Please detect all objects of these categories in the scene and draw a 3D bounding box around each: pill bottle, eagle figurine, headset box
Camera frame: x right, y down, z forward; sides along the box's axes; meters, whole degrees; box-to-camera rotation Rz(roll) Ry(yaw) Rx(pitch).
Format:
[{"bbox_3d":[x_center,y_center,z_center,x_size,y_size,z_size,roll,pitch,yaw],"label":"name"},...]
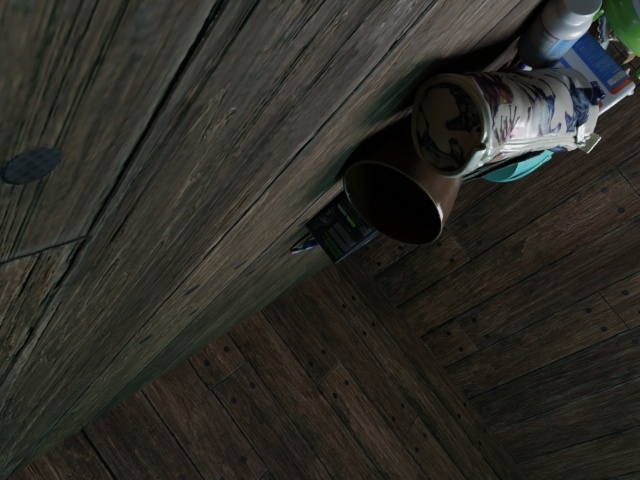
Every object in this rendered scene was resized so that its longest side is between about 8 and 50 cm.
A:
[{"bbox_3d":[0.527,-0.361,0.992,0.124,0.221,0.124,-36,174,-4],"label":"pill bottle"},{"bbox_3d":[0.788,-0.575,1.280,0.299,0.225,0.226,-4,122,-11],"label":"eagle figurine"},{"bbox_3d":[0.128,-0.080,1.264,0.283,0.131,0.246,-40,174,27],"label":"headset box"},{"bbox_3d":[0.432,-0.389,0.865,0.087,0.087,0.160,-37,174,-7],"label":"pill bottle"}]

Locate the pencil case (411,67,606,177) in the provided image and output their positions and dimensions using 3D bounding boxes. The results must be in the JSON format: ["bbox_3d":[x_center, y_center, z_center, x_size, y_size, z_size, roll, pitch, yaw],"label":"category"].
[{"bbox_3d":[0.337,-0.215,0.841,0.411,0.183,0.159,-17,139,-35],"label":"pencil case"}]

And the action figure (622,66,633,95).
[{"bbox_3d":[0.691,-0.367,1.323,0.342,0.178,0.330,14,160,-35],"label":"action figure"}]

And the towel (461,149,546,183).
[{"bbox_3d":[0.424,-0.267,1.210,0.312,0.056,0.324,-21,-149,40],"label":"towel"}]

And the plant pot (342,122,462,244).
[{"bbox_3d":[0.197,-0.147,0.948,0.230,0.215,0.215,-51,180,-24],"label":"plant pot"}]

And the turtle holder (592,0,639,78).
[{"bbox_3d":[0.708,-0.488,0.914,0.321,0.243,0.227,-19,168,-25],"label":"turtle holder"}]

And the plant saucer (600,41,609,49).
[{"bbox_3d":[0.911,-0.636,1.579,0.195,0.038,0.194,21,90,-85],"label":"plant saucer"}]

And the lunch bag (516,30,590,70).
[{"bbox_3d":[0.543,-0.444,1.124,0.151,0.096,0.129,-24,180,15],"label":"lunch bag"}]

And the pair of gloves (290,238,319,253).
[{"bbox_3d":[0.000,0.000,1.458,0.160,0.023,0.198,-18,-177,18],"label":"pair of gloves"}]

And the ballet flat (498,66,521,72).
[{"bbox_3d":[0.355,-0.294,1.137,0.342,0.116,0.124,-38,154,1],"label":"ballet flat"}]

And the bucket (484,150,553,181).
[{"bbox_3d":[0.637,-0.343,1.630,0.183,0.281,0.281,-28,171,-23],"label":"bucket"}]
